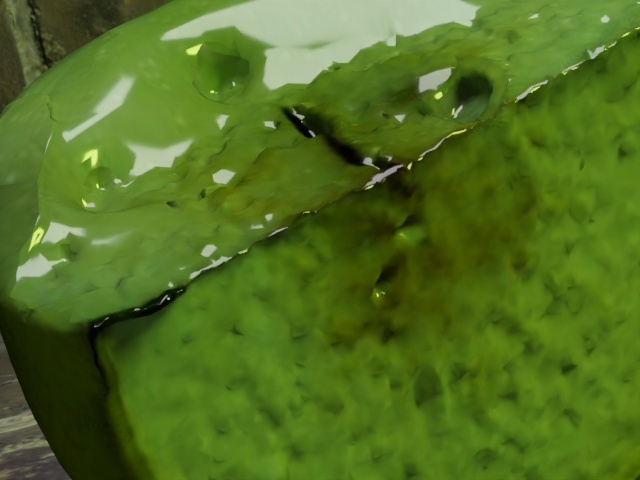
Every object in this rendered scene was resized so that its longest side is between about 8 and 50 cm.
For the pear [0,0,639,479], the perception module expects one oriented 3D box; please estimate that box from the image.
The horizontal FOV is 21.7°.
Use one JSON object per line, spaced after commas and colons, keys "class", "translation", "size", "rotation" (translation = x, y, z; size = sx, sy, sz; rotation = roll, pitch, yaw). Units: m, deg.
{"class": "pear", "translation": [0.000, 0.000, 0.775], "size": [0.342, 0.238, 0.318], "rotation": [-29, 30, -21]}
